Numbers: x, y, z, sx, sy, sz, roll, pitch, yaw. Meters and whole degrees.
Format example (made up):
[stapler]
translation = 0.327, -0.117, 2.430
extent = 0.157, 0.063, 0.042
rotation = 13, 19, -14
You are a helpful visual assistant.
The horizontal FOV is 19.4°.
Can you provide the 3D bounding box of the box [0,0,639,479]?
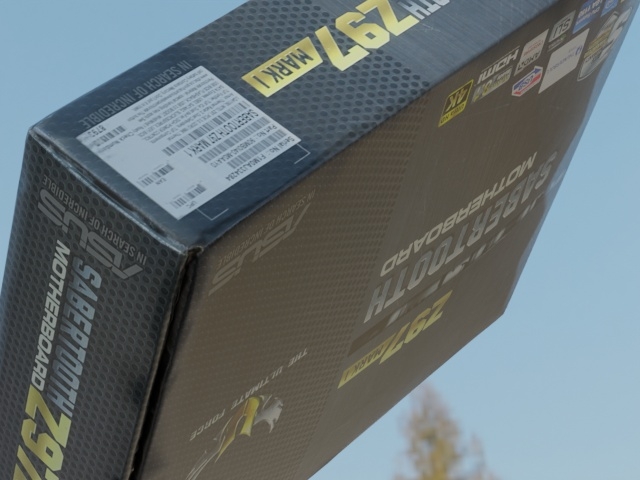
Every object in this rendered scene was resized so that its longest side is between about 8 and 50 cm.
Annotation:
[box]
translation = 0.000, 0.000, 0.563
extent = 0.233, 0.059, 0.183
rotation = -35, -25, -41
